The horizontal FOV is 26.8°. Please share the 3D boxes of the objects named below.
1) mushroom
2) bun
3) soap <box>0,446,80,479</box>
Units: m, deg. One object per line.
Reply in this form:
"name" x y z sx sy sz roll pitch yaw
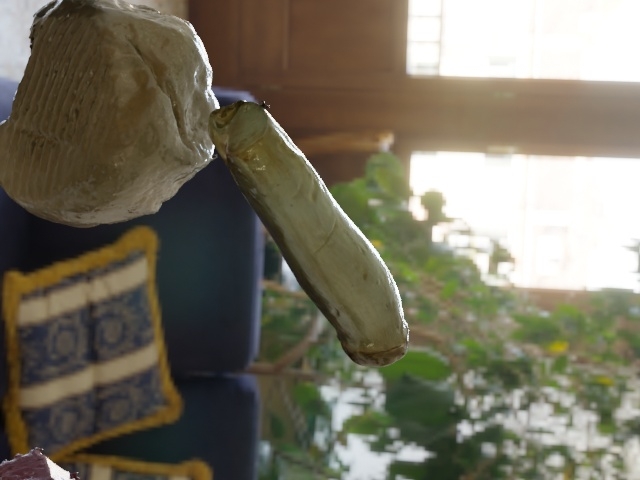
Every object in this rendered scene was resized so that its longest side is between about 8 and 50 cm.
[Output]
"mushroom" 0.000 0.000 1.242 0.100 0.081 0.312 42 -13 53
"bun" -0.233 -0.143 1.554 0.205 0.281 0.281 6 87 -51
"soap" -0.336 0.422 1.640 0.127 0.220 0.325 -124 -158 -65
